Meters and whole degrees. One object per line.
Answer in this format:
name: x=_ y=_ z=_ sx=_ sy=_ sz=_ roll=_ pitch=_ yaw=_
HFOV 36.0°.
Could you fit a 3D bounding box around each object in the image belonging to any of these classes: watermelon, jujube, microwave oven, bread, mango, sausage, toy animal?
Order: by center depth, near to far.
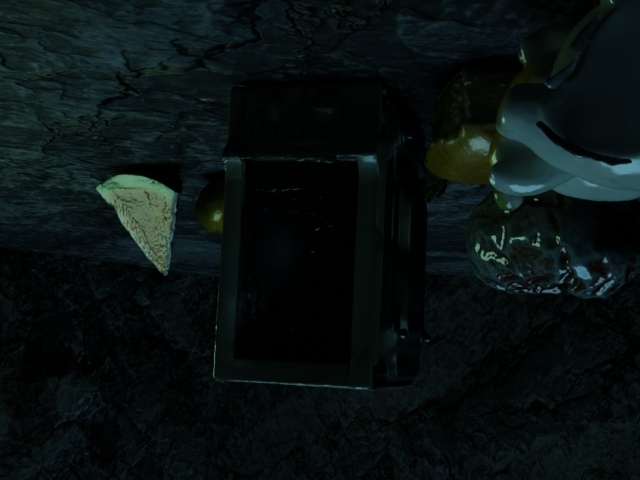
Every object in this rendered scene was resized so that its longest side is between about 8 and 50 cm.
toy animal: x=0.269 y=-0.116 z=0.830 sx=0.247 sy=0.183 sz=0.310 roll=1 pitch=173 yaw=19
bread: x=0.241 y=-0.120 z=1.098 sx=0.245 sy=0.121 sz=0.174 roll=6 pitch=174 yaw=-12
microwave oven: x=0.021 y=0.005 z=1.237 sx=0.218 sy=0.355 sz=0.286 roll=0 pitch=172 yaw=18
sausage: x=0.122 y=-0.090 z=1.621 sx=0.083 sy=0.083 sz=0.264 roll=5 pitch=175 yaw=-16
jujube: x=0.384 y=-0.006 z=1.622 sx=0.226 sy=0.226 sz=0.317 roll=6 pitch=171 yaw=-30
watermelon: x=-0.280 y=-0.056 z=1.793 sx=0.136 sy=0.202 sz=0.207 roll=-40 pitch=-157 yaw=-32
mango: x=-0.172 y=-0.063 z=1.828 sx=0.125 sy=0.111 sz=0.233 roll=20 pitch=180 yaw=-22
